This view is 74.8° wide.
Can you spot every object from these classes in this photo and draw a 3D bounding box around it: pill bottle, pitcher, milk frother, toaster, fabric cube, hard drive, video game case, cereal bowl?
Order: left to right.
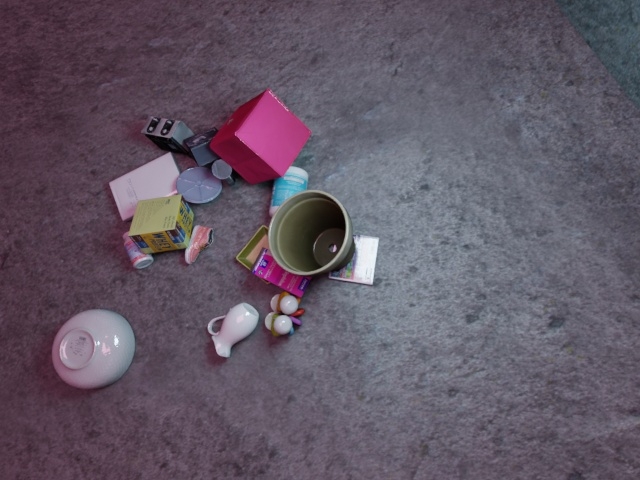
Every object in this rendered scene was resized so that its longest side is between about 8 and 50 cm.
[{"bbox_3d":[-0.965,0.449,1.740,0.340,0.141,0.338,-2,77,8],"label":"cereal bowl"},{"bbox_3d":[-0.807,0.038,1.843,0.087,0.087,0.160,-32,75,-1],"label":"pill bottle"},{"bbox_3d":[-0.794,-0.247,1.934,0.319,0.040,0.210,-26,75,1],"label":"hard drive"},{"bbox_3d":[-0.683,-0.476,1.914,0.168,0.185,0.110,14,76,18],"label":"toaster"},{"bbox_3d":[-0.362,0.340,1.707,0.207,0.125,0.178,-50,60,6],"label":"pitcher"},{"bbox_3d":[-0.391,-0.328,1.848,0.129,0.134,0.143,42,97,-17],"label":"milk frother"},{"bbox_3d":[-0.248,-0.414,1.721,0.259,0.258,0.254,41,68,-28],"label":"fabric cube"},{"bbox_3d":[-0.138,-0.171,1.777,0.147,0.146,0.263,5,77,9],"label":"pill bottle"},{"bbox_3d":[0.140,0.074,1.748,0.184,0.023,0.201,8,79,9],"label":"video game case"}]

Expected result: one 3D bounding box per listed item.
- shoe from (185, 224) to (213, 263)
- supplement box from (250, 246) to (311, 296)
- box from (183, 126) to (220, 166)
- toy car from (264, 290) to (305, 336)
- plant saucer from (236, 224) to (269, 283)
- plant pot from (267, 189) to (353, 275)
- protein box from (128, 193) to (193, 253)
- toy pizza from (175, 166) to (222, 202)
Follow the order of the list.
[{"bbox_3d":[-0.525,0.021,1.823,0.081,0.063,0.177,8,73,15],"label":"shoe"},{"bbox_3d":[-0.156,0.127,1.686,0.220,0.114,0.111,29,85,-13],"label":"supplement box"},{"bbox_3d":[-0.503,-0.418,1.859,0.156,0.093,0.158,-29,38,-14],"label":"box"},{"bbox_3d":[-0.131,0.301,1.680,0.136,0.159,0.181,22,78,-25],"label":"toy car"},{"bbox_3d":[-0.229,0.062,1.785,0.188,0.045,0.188,37,84,13],"label":"plant saucer"},{"bbox_3d":[0.000,0.000,1.632,0.324,0.280,0.322,-6,74,21],"label":"plant pot"},{"bbox_3d":[-0.675,-0.070,1.795,0.202,0.135,0.199,-8,52,6],"label":"protein box"},{"bbox_3d":[-0.546,-0.246,1.886,0.202,0.032,0.201,5,60,-8],"label":"toy pizza"}]
